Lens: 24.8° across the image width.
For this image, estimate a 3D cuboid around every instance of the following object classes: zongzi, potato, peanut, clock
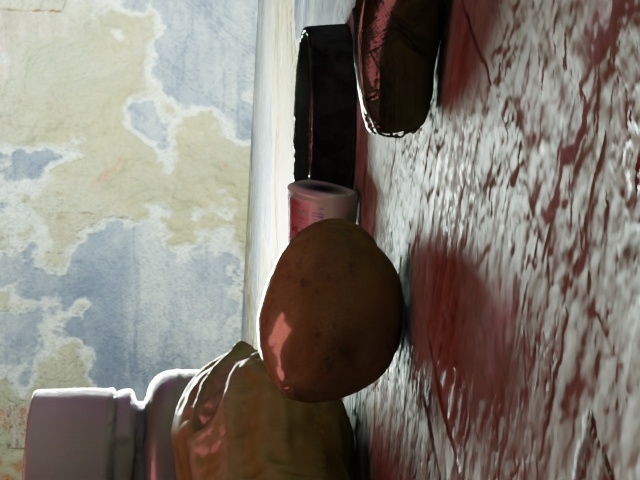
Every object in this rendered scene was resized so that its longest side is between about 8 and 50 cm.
[{"bbox_3d":[0.056,-0.118,0.880,0.113,0.052,0.104,169,94,-71],"label":"zongzi"},{"bbox_3d":[0.008,0.048,1.035,0.147,0.112,0.112,-85,1,-46],"label":"potato"},{"bbox_3d":[-0.040,0.213,1.239,0.174,0.158,0.340,-44,34,24],"label":"peanut"},{"bbox_3d":[0.001,-0.103,1.414,0.215,0.042,0.215,-179,90,-84],"label":"clock"}]

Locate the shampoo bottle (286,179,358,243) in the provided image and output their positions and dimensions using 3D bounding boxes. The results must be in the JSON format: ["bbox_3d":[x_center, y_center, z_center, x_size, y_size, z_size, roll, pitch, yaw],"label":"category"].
[{"bbox_3d":[0.000,0.000,1.303,0.072,0.043,0.099,18,112,43],"label":"shampoo bottle"}]

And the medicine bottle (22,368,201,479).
[{"bbox_3d":[-0.143,0.252,1.478,0.241,0.301,0.241,-179,90,-84],"label":"medicine bottle"}]
